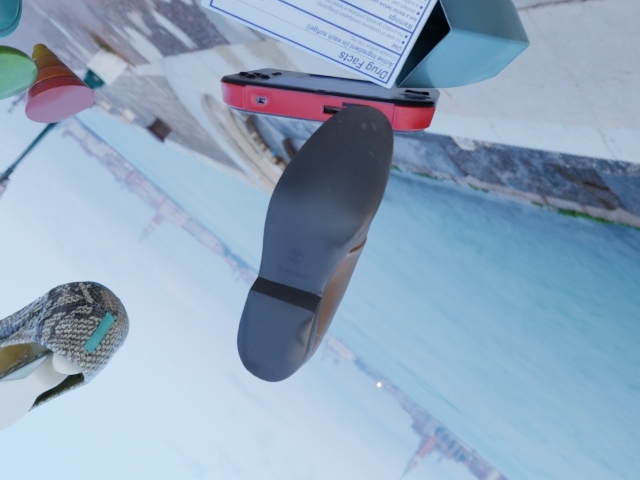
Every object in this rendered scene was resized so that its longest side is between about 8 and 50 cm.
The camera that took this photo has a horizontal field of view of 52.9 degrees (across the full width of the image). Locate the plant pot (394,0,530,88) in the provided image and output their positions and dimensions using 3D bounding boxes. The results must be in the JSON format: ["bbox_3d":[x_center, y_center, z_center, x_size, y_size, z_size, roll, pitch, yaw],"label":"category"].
[{"bbox_3d":[0.257,-0.387,1.189,0.166,0.234,0.165,-41,57,53],"label":"plant pot"}]

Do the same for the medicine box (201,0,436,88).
[{"bbox_3d":[0.031,-0.383,0.790,0.263,0.289,0.149,21,-145,-10],"label":"medicine box"}]

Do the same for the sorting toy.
[{"bbox_3d":[-0.509,-0.295,1.007,0.126,0.127,0.365,66,-166,10],"label":"sorting toy"}]

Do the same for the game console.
[{"bbox_3d":[0.031,-0.285,1.234,0.386,0.060,0.342,10,-156,9],"label":"game console"}]

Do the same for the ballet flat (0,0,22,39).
[{"bbox_3d":[-0.235,-0.260,0.299,0.124,0.342,0.116,2,-155,3],"label":"ballet flat"}]

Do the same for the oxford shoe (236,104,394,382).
[{"bbox_3d":[0.000,0.000,0.490,0.076,0.212,0.076,27,-170,18],"label":"oxford shoe"}]

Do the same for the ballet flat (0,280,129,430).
[{"bbox_3d":[-0.479,0.210,0.915,0.164,0.483,0.182,52,-153,-24],"label":"ballet flat"}]
